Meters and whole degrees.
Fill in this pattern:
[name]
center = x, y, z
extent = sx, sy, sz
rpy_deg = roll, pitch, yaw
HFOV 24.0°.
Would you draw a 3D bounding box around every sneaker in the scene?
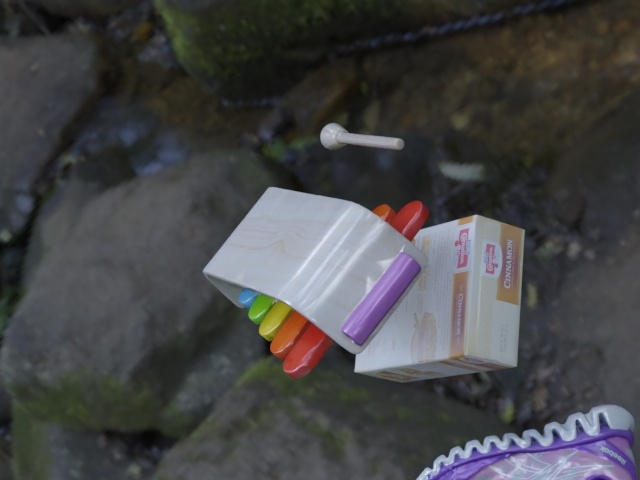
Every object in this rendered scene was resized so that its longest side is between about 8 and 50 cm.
[sneaker]
center = 0.206, 0.243, 1.467
extent = 0.236, 0.095, 0.104
rpy_deg = -17, 59, 1

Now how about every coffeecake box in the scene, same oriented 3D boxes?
[coffeecake box]
center = 0.120, 0.063, 1.535
extent = 0.185, 0.068, 0.142
rpy_deg = -16, 64, 54

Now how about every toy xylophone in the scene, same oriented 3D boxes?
[toy xylophone]
center = 0.000, 0.000, 1.486
extent = 0.236, 0.081, 0.322
rpy_deg = -49, 22, -3
